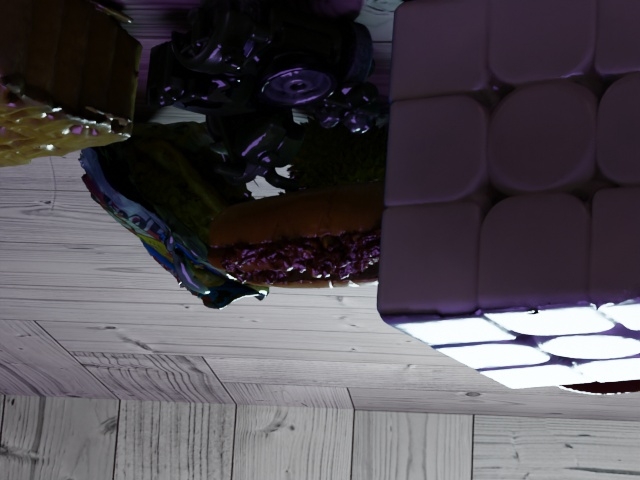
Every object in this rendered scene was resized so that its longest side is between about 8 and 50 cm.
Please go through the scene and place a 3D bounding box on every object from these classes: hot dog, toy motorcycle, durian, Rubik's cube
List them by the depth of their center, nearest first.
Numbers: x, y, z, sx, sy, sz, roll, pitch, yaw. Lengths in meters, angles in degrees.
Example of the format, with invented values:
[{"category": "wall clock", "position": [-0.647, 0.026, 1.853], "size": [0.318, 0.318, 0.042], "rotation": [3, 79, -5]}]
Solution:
[{"category": "Rubik's cube", "position": [0.241, -0.045, 1.445], "size": [0.291, 0.291, 0.290], "rotation": [-6, 161, 28]}, {"category": "toy motorcycle", "position": [-0.066, -0.138, 1.487], "size": [0.205, 0.127, 0.275], "rotation": [11, 160, -36]}, {"category": "hot dog", "position": [0.000, 0.000, 1.558], "size": [0.249, 0.102, 0.076], "rotation": [-4, -157, 27]}, {"category": "durian", "position": [0.029, -0.053, 1.699], "size": [0.146, 0.159, 0.198], "rotation": [15, 171, 3]}]

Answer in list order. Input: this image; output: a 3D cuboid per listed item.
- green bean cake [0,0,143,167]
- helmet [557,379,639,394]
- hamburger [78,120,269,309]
[{"category": "green bean cake", "position": [-0.298, -0.150, 1.476], "size": [0.224, 0.131, 0.230], "rotation": [-8, 162, 31]}, {"category": "helmet", "position": [0.432, 0.041, 1.833], "size": [0.385, 0.230, 0.337], "rotation": [-3, 168, -12]}, {"category": "hamburger", "position": [-0.140, -0.047, 1.758], "size": [0.260, 0.150, 0.276], "rotation": [43, 174, 7]}]
